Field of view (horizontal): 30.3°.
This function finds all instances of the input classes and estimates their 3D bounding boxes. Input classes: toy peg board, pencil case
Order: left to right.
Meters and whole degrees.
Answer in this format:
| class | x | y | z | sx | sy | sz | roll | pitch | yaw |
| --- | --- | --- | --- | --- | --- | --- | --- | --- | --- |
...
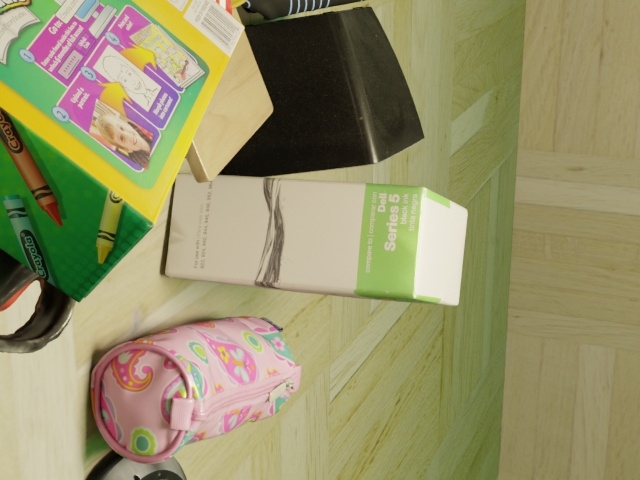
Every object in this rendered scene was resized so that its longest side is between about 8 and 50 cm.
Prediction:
| class | x | y | z | sx | sy | sz | roll | pitch | yaw |
| --- | --- | --- | --- | --- | --- | --- | --- | --- | --- |
| toy peg board | -0.135 | -0.158 | 1.150 | 0.161 | 0.079 | 0.160 | -57 | 132 | -52 |
| pencil case | -0.118 | 0.145 | 1.212 | 0.284 | 0.124 | 0.124 | 0 | 97 | -69 |

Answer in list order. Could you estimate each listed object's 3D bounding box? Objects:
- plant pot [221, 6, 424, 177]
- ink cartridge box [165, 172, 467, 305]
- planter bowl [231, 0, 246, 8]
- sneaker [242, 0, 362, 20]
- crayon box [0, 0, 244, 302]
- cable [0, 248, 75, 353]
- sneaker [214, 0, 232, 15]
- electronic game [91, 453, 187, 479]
| class | x | y | z | sx | sy | sz | roll | pitch | yaw |
| --- | --- | --- | --- | --- | --- | --- | --- | --- | --- |
| plant pot | -0.007 | -0.172 | 1.341 | 0.188 | 0.187 | 0.167 | -35 | 117 | -64 |
| ink cartridge box | 0.000 | 0.000 | 1.262 | 0.198 | 0.273 | 0.114 | 14 | 81 | -71 |
| planter bowl | -0.116 | -0.324 | 1.077 | 0.217 | 0.090 | 0.217 | 12 | 90 | -68 |
| sneaker | -0.029 | -0.279 | 1.265 | 0.232 | 0.081 | 0.090 | 1 | 142 | -45 |
| crayon box | -0.158 | -0.108 | 0.754 | 0.165 | 0.081 | 0.278 | 38 | 31 | -16 |
| cable | -0.227 | 0.044 | 0.682 | 0.287 | 0.072 | 0.139 | -58 | 144 | -52 |
| sneaker | -0.139 | -0.151 | 0.984 | 0.128 | 0.087 | 0.221 | 5 | 117 | -47 |
| electronic game | -0.189 | 0.319 | 1.178 | 0.229 | 0.048 | 0.229 | 4 | 90 | -66 |
